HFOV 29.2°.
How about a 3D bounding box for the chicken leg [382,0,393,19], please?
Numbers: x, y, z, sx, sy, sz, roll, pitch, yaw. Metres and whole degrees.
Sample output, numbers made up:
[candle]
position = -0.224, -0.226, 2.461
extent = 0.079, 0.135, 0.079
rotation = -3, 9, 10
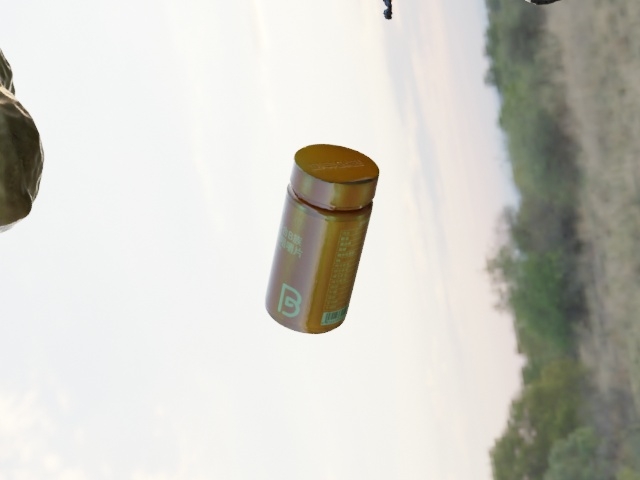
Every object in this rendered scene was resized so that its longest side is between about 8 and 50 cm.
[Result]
[chicken leg]
position = 0.087, -0.331, 1.617
extent = 0.021, 0.036, 0.083
rotation = 8, -124, -36

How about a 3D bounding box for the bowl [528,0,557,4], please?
[bowl]
position = 0.315, -0.539, 1.781
extent = 0.185, 0.354, 0.354
rotation = 34, 162, 32

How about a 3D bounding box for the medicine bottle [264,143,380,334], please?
[medicine bottle]
position = 0.000, 0.000, 1.332
extent = 0.096, 0.096, 0.192
rotation = -82, 4, -60

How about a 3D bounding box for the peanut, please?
[peanut]
position = -0.358, -0.111, 1.241
extent = 0.120, 0.136, 0.298
rotation = 84, 160, -46
